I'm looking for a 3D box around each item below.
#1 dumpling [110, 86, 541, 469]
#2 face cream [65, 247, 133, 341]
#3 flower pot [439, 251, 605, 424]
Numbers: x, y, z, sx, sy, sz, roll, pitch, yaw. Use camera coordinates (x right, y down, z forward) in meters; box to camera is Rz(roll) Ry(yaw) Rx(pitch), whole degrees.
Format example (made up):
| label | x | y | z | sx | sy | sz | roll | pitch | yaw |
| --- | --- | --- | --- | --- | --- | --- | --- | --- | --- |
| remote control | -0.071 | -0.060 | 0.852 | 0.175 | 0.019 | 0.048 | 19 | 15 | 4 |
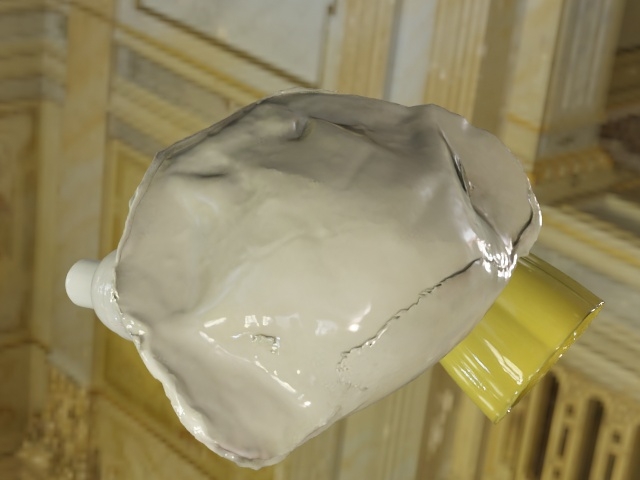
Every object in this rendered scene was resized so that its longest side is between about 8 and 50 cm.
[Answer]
| label | x | y | z | sx | sy | sz | roll | pitch | yaw |
| --- | --- | --- | --- | --- | --- | --- | --- | --- | --- |
| dumpling | 0.003 | -0.002 | 1.200 | 0.260 | 0.341 | 0.181 | 50 | 174 | 7 |
| face cream | -0.225 | 0.074 | 2.118 | 0.369 | 0.145 | 0.145 | 4 | -163 | 41 |
| flower pot | 0.209 | 0.089 | 1.846 | 0.179 | 0.195 | 0.195 | 43 | -146 | 11 |
